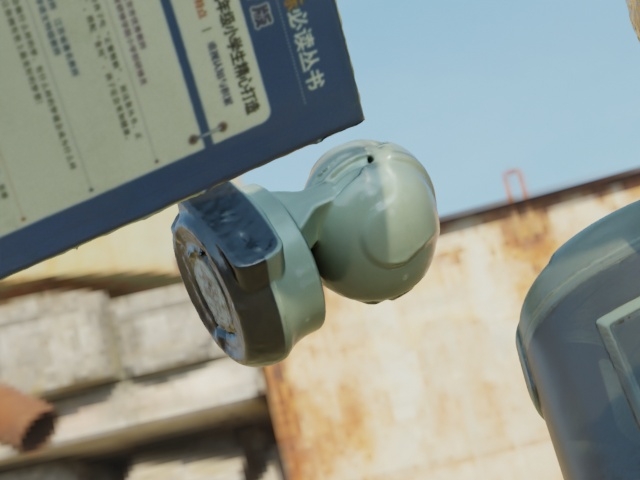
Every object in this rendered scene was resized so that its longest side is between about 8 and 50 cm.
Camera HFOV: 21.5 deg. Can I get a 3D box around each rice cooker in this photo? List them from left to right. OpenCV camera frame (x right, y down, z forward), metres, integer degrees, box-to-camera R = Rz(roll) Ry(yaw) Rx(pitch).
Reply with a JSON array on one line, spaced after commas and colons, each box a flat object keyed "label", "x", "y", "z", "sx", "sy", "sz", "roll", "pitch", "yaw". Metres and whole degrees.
[{"label": "rice cooker", "x": 0.347, "y": 0.119, "z": 1.442, "sx": 0.335, "sy": 0.325, "sz": 0.335, "roll": -9, "pitch": -32, "yaw": -6}]

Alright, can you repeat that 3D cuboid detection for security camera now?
[{"label": "security camera", "x": 0.000, "y": 0.000, "z": 1.800, "sx": 0.277, "sy": 0.197, "sz": 0.191, "roll": -26, "pitch": -46, "yaw": -18}]

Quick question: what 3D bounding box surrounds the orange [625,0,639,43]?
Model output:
[{"label": "orange", "x": 0.391, "y": -0.207, "z": 1.262, "sx": 0.340, "sy": 0.341, "sz": 0.293, "roll": -10, "pitch": -55, "yaw": -15}]

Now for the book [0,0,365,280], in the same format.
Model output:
[{"label": "book", "x": -0.189, "y": -0.132, "z": 1.061, "sx": 0.428, "sy": 0.300, "sz": 0.039, "roll": -24, "pitch": 26, "yaw": -20}]
